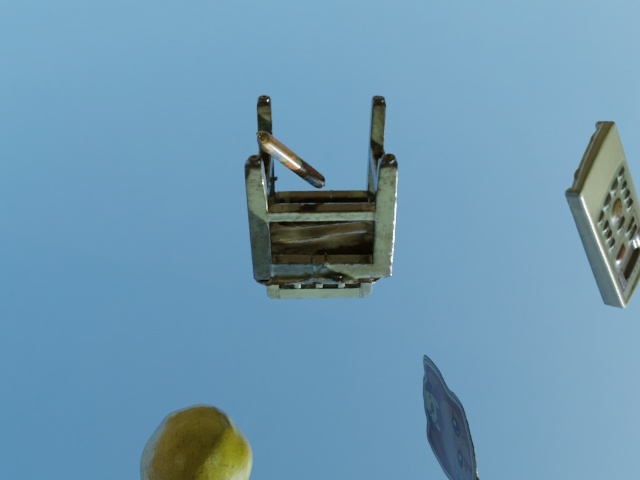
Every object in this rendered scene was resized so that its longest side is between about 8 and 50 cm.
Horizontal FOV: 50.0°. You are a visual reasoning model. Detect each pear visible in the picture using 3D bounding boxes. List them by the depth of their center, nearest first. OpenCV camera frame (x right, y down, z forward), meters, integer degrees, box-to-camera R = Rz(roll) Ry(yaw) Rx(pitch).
[{"bbox_3d":[-0.221,0.396,1.221,0.198,0.198,0.198,4,-131,-4],"label":"pear"}]

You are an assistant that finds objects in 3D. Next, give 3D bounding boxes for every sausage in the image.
[{"bbox_3d":[-0.025,-0.070,0.605,0.015,0.100,0.015,-18,-122,30],"label":"sausage"}]

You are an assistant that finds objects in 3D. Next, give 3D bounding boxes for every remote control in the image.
[{"bbox_3d":[0.386,-0.026,0.909,0.038,0.285,0.123,13,-118,40],"label":"remote control"}]

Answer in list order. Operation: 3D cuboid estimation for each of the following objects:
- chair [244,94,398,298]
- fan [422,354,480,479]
[{"bbox_3d":[0.000,0.000,0.708,0.136,0.270,0.147,0,-143,-1],"label":"chair"},{"bbox_3d":[0.128,0.198,0.607,0.009,0.132,0.220,-12,-154,-7],"label":"fan"}]
